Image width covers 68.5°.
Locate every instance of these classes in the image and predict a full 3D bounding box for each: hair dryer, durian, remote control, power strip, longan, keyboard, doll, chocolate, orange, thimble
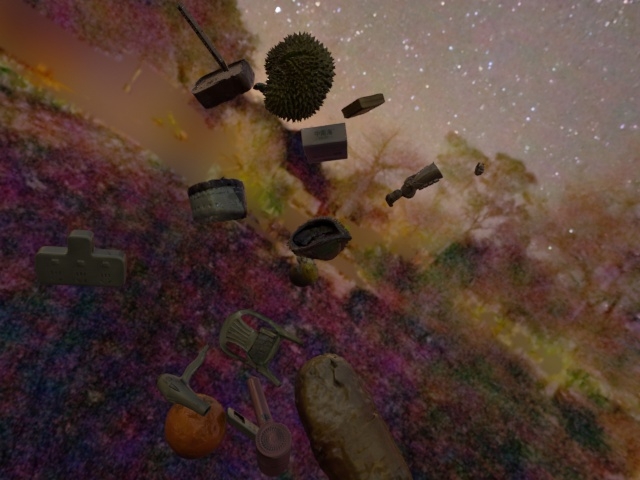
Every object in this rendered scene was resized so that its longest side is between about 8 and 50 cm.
[{"bbox_3d":[-0.205,0.664,1.738,0.211,0.125,0.353,96,-24,-47],"label":"hair dryer"},{"bbox_3d":[0.001,0.003,1.368,0.108,0.186,0.119,67,9,-50],"label":"durian"},{"bbox_3d":[-0.260,0.780,1.896,0.309,0.038,0.090,41,-1,-12],"label":"remote control"},{"bbox_3d":[-0.763,0.058,1.504,0.264,0.194,0.059,4,30,-15],"label":"power strip"},{"bbox_3d":[-0.077,0.147,1.929,0.119,0.106,0.106,47,-5,-41],"label":"longan"},{"bbox_3d":[-0.257,-0.442,1.025,0.166,0.017,0.055,54,-2,3],"label":"keyboard"},{"bbox_3d":[-0.045,0.091,1.684,0.162,0.062,0.106,-119,-172,-65],"label":"doll"},{"bbox_3d":[-0.047,-0.325,0.974,0.145,0.198,0.159,9,45,-23],"label":"durian"},{"bbox_3d":[-0.342,-0.550,1.672,0.149,0.213,0.093,-87,153,-49],"label":"chocolate"},{"bbox_3d":[-0.495,0.737,1.869,0.246,0.246,0.246,35,4,-3],"label":"orange"},{"bbox_3d":[-0.441,0.514,1.665,0.219,0.224,0.088,47,-22,26],"label":"hair dryer"},{"bbox_3d":[-0.398,-0.149,1.811,0.237,0.150,0.237,-9,-5,-1],"label":"thimble"}]

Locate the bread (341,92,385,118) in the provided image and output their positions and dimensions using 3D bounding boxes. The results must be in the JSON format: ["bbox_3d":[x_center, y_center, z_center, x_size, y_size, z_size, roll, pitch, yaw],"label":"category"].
[{"bbox_3d":[0.120,-0.379,1.325,0.094,0.090,0.035,-11,-79,59],"label":"bread"}]

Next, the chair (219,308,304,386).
[{"bbox_3d":[-0.240,0.395,1.806,0.190,0.204,0.274,36,-12,-38],"label":"chair"}]

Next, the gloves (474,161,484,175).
[{"bbox_3d":[0.643,-0.289,1.904,0.044,0.037,0.081,55,-8,12],"label":"gloves"}]

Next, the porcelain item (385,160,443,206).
[{"bbox_3d":[0.324,-0.196,1.670,0.054,0.213,0.084,50,14,-41],"label":"porcelain item"}]

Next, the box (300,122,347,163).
[{"bbox_3d":[0.018,-0.337,1.650,0.155,0.067,0.243,-5,-5,2],"label":"box"}]

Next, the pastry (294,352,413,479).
[{"bbox_3d":[0.059,0.366,0.890,0.330,0.136,0.330,60,-4,6],"label":"pastry"}]
